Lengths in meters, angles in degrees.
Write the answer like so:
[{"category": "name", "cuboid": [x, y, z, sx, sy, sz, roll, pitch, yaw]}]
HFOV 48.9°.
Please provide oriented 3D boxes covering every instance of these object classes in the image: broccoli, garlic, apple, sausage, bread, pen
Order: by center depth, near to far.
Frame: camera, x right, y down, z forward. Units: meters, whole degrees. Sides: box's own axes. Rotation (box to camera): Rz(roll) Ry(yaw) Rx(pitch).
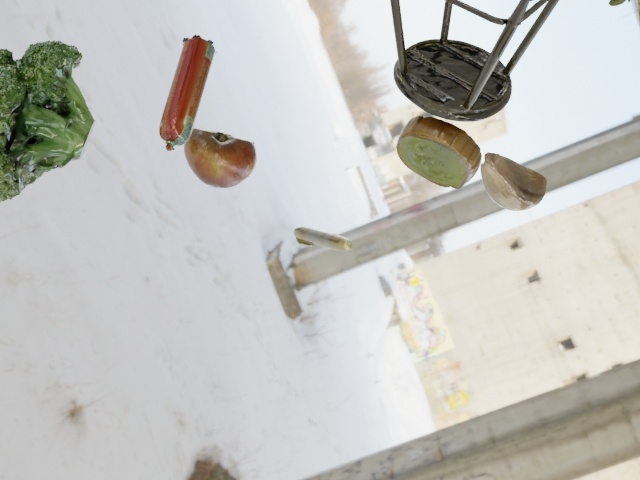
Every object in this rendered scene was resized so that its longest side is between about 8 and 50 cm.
[{"category": "pen", "cuboid": [0.000, 0.000, 1.364, 0.233, 0.032, 0.040, 17, -86, 65]}, {"category": "sausage", "cuboid": [-0.287, -0.306, 1.494, 0.083, 0.083, 0.263, 57, 41, -63]}, {"category": "garlic", "cuboid": [0.431, -0.121, 1.589, 0.196, 0.087, 0.101, 19, 67, -26]}, {"category": "broccoli", "cuboid": [-0.714, -0.279, 1.685, 0.310, 0.321, 0.413, 34, 66, -42]}, {"category": "bread", "cuboid": [0.307, -0.226, 1.831, 0.070, 0.236, 0.236, -61, 152, -18]}, {"category": "apple", "cuboid": [-0.268, -0.223, 1.879, 0.173, 0.195, 0.160, 137, -39, -74]}]

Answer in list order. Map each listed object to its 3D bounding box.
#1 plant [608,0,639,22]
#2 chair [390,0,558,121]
[{"category": "plant", "cuboid": [0.502, -0.475, 1.069, 0.297, 0.261, 0.305, 24, 26, -24]}, {"category": "chair", "cuboid": [0.350, -0.527, 1.653, 0.365, 0.362, 0.410, 33, -36, 19]}]
